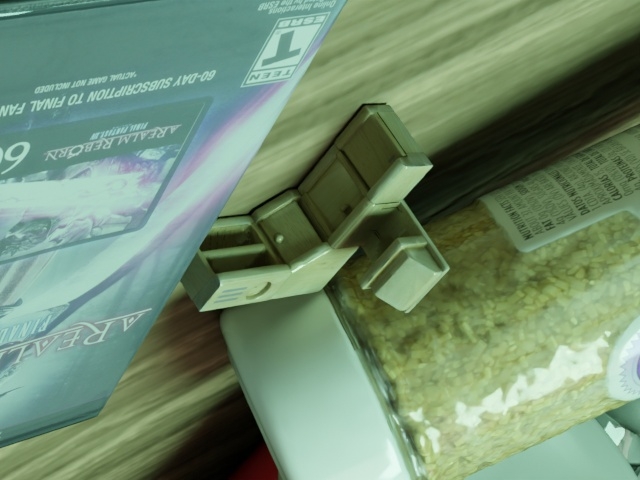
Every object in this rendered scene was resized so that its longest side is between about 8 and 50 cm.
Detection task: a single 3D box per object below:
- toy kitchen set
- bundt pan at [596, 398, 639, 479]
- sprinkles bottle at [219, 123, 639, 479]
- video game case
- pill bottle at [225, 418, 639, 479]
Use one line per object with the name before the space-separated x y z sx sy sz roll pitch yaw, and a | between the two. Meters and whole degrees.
toy kitchen set | 0.000 0.000 0.601 0.075 0.068 0.083 -8 146 -48
bundt pan | 0.234 0.081 1.030 0.330 0.124 0.331 -29 159 -12
sprinkles bottle | 0.135 0.014 0.696 0.355 0.121 0.121 -25 158 -4
video game case | -0.118 0.007 0.511 0.196 0.026 0.274 -15 151 -39
pill bottle | -0.003 0.254 0.915 0.229 0.229 0.408 -10 148 -46
